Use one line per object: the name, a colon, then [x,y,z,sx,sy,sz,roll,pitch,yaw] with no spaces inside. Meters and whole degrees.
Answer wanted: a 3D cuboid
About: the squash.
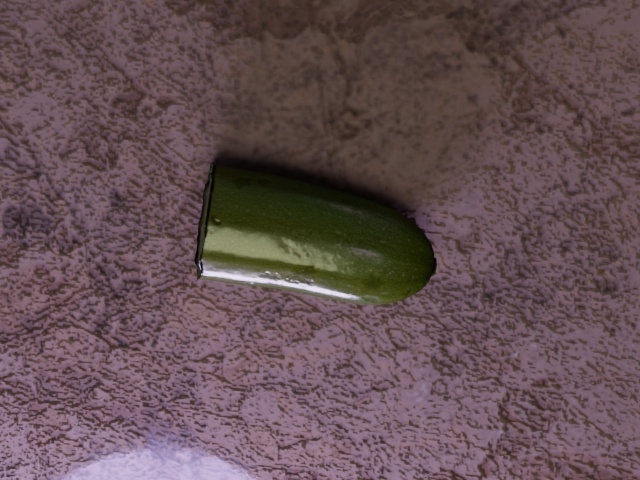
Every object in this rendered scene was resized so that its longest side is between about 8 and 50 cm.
squash: [0.000,0.000,1.053,0.188,0.095,0.095,9,127,-6]
